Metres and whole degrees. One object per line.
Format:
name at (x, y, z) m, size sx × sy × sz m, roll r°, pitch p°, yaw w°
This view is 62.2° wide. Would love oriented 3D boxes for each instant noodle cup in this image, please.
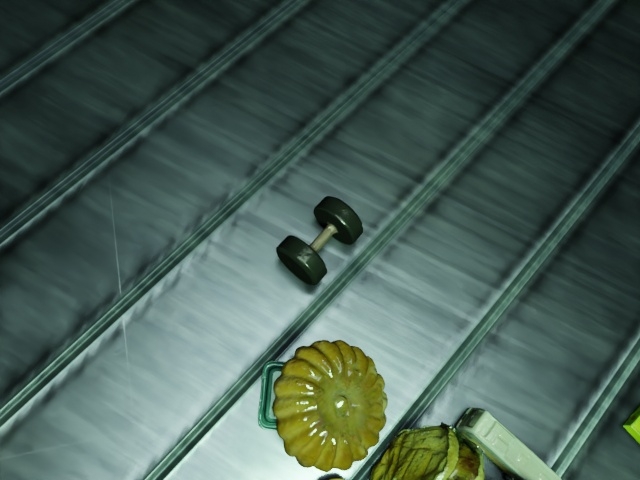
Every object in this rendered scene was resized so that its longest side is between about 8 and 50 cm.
instant noodle cup at (-0.080, 0.405, 1.379) m, size 0.157 × 0.070 × 0.179 m, roll 5°, pitch 73°, yaw -3°

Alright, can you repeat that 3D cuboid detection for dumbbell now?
dumbbell at (0.000, 0.000, 1.471) m, size 0.152 × 0.152 × 0.218 m, roll 41°, pitch 72°, yaw 7°

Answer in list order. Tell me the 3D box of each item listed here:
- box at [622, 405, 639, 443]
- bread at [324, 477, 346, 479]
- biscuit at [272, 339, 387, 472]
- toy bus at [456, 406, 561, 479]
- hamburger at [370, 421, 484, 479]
box at (1.024, 0.478, 1.485) m, size 0.335 × 0.047 × 0.187 m, roll -38°, pitch 80°, yaw -15°
bread at (0.044, 0.657, 1.289) m, size 0.122 × 0.073 × 0.149 m, roll -25°, pitch 61°, yaw -4°
biscuit at (0.036, 0.409, 1.324) m, size 0.326 × 0.107 × 0.325 m, roll 6°, pitch 77°, yaw -27°
toy bus at (0.485, 0.550, 1.372) m, size 0.268 × 0.106 × 0.092 m, roll 42°, pitch 71°, yaw 8°
hamburger at (0.255, 0.567, 1.264) m, size 0.134 × 0.285 × 0.265 m, roll 39°, pitch 73°, yaw -11°
